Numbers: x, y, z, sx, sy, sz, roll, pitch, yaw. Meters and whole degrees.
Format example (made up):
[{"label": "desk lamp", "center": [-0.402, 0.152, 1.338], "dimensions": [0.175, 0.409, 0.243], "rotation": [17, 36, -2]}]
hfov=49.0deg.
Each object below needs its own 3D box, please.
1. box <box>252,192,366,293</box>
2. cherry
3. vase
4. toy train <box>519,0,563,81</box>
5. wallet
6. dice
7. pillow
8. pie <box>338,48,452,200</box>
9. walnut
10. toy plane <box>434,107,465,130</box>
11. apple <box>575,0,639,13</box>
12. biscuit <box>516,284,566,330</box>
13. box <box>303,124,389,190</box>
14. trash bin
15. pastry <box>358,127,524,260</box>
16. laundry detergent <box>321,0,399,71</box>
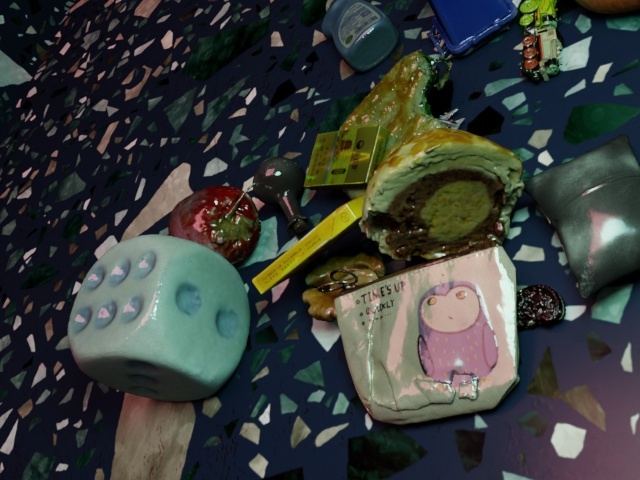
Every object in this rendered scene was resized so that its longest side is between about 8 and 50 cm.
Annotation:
[{"label": "box", "center": [0.000, 0.000, 1.322], "dimensions": [0.269, 0.152, 0.043], "rotation": [-39, 85, 33]}, {"label": "cherry", "center": [-0.245, -0.034, 1.560], "dimensions": [0.250, 0.175, 0.192], "rotation": [8, 68, 39]}, {"label": "vase", "center": [-0.075, -0.095, 1.524], "dimensions": [0.120, 0.120, 0.183], "rotation": [-34, 58, 14]}, {"label": "toy train", "center": [0.432, -0.413, 1.381], "dimensions": [0.085, 0.053, 0.249], "rotation": [-9, 55, 27]}, {"label": "wallet", "center": [0.166, 0.150, 1.138], "dimensions": [0.335, 0.068, 0.275], "rotation": [-18, 71, 25]}, {"label": "dice", "center": [-0.320, 0.160, 1.418], "dimensions": [0.268, 0.262, 0.264], "rotation": [-11, 55, 33]}, {"label": "pillow", "center": [0.435, -0.043, 1.071], "dimensions": [0.186, 0.106, 0.250], "rotation": [-26, 49, 12]}, {"label": "pie", "center": [0.149, -0.209, 1.417], "dimensions": [0.296, 0.078, 0.371], "rotation": [-26, 50, 33]}, {"label": "walnut", "center": [0.048, 0.092, 1.313], "dimensions": [0.170, 0.069, 0.143], "rotation": [-8, 55, 33]}, {"label": "toy plane", "center": [0.248, -0.235, 1.415], "dimensions": [0.083, 0.031, 0.078], "rotation": [15, 70, 44]}, {"label": "apple", "center": [0.548, -0.514, 1.279], "dimensions": [0.209, 0.164, 0.209], "rotation": [-20, 48, 24]}, {"label": "biscuit", "center": [0.335, 0.109, 1.098], "dimensions": [0.089, 0.027, 0.087], "rotation": [-48, 42, -1]}, {"label": "box", "center": [0.049, -0.164, 1.419], "dimensions": [0.193, 0.030, 0.121], "rotation": [1, 74, 51]}, {"label": "trash bin", "center": [0.274, -0.514, 1.447], "dimensions": [0.184, 0.234, 0.162], "rotation": [-32, 46, 16]}, {"label": "pastry", "center": [0.198, -0.091, 1.182], "dimensions": [0.170, 0.256, 0.236], "rotation": [-95, 14, -55]}, {"label": "laundry detergent", "center": [0.082, -0.528, 1.726], "dimensions": [0.143, 0.094, 0.290], "rotation": [-43, 39, 15]}]
